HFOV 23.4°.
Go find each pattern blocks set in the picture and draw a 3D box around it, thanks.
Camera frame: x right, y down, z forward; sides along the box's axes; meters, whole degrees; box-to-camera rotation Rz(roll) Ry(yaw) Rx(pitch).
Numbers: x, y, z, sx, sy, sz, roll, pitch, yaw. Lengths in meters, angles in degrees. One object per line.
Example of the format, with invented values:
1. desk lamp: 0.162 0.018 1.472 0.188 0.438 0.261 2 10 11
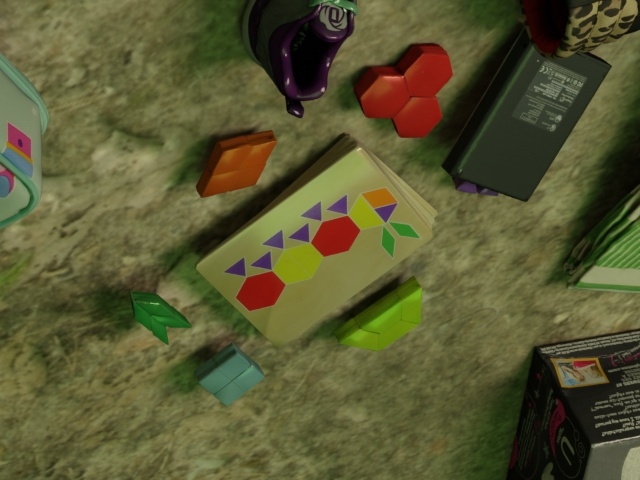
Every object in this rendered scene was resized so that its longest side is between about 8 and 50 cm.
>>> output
1. pattern blocks set: 0.000 0.000 1.290 0.325 0.026 0.285 -30 133 1

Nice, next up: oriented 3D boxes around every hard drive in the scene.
1. hard drive: 0.168 -0.101 1.257 0.094 0.022 0.135 16 112 -39

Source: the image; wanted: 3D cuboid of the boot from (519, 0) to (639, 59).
1. boot: 0.288 -0.269 1.067 0.284 0.138 0.377 -15 155 -6

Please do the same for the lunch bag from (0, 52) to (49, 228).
1. lunch bag: -0.333 -0.060 1.018 0.279 0.108 0.224 -19 144 21

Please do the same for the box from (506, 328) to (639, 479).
1. box: 0.293 0.227 1.534 0.163 0.142 0.247 -8 132 -15

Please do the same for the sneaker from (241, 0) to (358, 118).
1. sneaker: 0.016 -0.196 1.080 0.083 0.098 0.224 4 128 -25

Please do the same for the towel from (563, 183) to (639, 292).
1. towel: 0.387 -0.048 1.346 0.248 0.038 0.325 5 143 -25
